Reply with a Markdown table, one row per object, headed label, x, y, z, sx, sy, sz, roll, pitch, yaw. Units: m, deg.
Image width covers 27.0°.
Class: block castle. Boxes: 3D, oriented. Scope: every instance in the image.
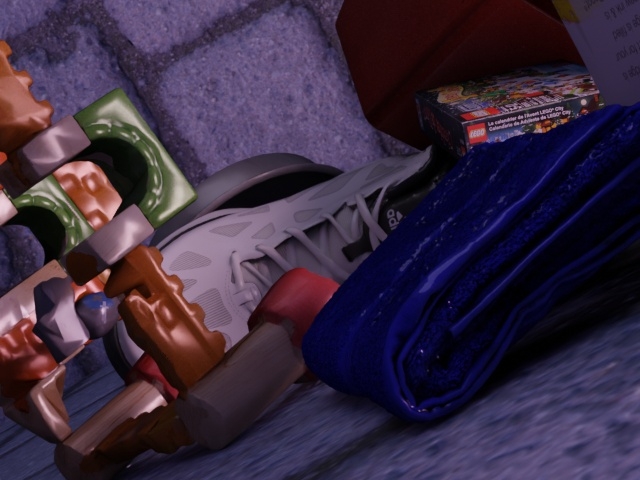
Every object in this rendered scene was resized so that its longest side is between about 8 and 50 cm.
| label | x | y | z | sx | sy | sz | roll | pitch | yaw |
| --- | --- | --- | --- | --- | --- | --- | --- | --- | --- |
| block castle | -0.197 | -0.033 | 1.109 | 0.213 | 0.453 | 0.303 | -41 | 8 | -40 |

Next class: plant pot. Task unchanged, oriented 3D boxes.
| label | x | y | z | sx | sy | sz | roll | pitch | yaw |
| --- | --- | --- | --- | --- | --- | --- | --- | --- | --- |
| plant pot | 0.169 | -0.231 | 1.482 | 0.267 | 0.267 | 0.236 | 23 | -53 | -37 |

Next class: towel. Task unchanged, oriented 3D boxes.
| label | x | y | z | sx | sy | sz | roll | pitch | yaw |
| --- | --- | --- | --- | --- | --- | --- | --- | --- | --- |
| towel | 0.090 | 0.007 | 0.821 | 0.227 | 0.076 | 0.308 | -40 | 4 | -9 |

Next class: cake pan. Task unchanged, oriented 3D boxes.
| label | x | y | z | sx | sy | sz | roll | pitch | yaw |
| --- | --- | --- | --- | --- | --- | --- | --- | --- | --- |
| cake pan | -0.083 | 0.011 | 1.564 | 0.293 | 0.054 | 0.293 | -25 | -35 | -20 |

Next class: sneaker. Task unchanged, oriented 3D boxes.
| label | x | y | z | sx | sy | sz | roll | pitch | yaw |
| --- | --- | --- | --- | --- | --- | --- | --- | --- | --- |
| sneaker | 0.000 | -0.001 | 1.340 | 0.447 | 0.169 | 0.257 | -28 | -1 | -31 |

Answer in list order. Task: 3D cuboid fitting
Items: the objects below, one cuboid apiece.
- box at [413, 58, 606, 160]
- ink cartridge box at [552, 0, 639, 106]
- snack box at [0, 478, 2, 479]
| label | x | y | z | sx | sy | sz | roll | pitch | yaw |
| --- | --- | --- | --- | --- | --- | --- | --- | --- | --- |
| box | 0.187 | -0.122 | 1.240 | 0.159 | 0.044 | 0.233 | -12 | 14 | -4 |
| ink cartridge box | 0.218 | -0.179 | 0.732 | 0.131 | 0.306 | 0.226 | -30 | 2 | -14 |
| snack box | -0.341 | 0.268 | 1.011 | 0.207 | 0.070 | 0.174 | -32 | 3 | 3 |
